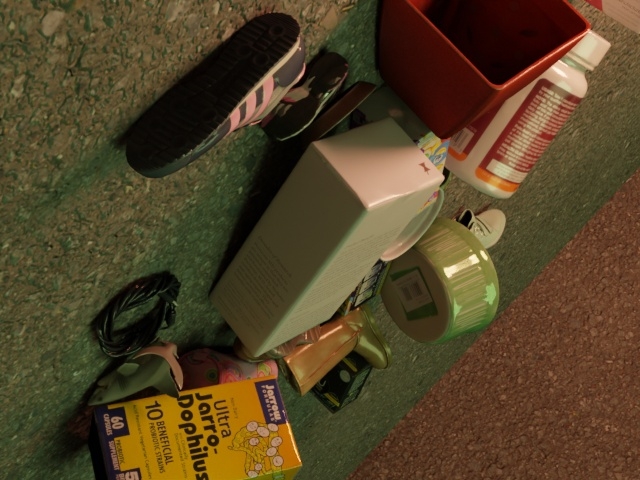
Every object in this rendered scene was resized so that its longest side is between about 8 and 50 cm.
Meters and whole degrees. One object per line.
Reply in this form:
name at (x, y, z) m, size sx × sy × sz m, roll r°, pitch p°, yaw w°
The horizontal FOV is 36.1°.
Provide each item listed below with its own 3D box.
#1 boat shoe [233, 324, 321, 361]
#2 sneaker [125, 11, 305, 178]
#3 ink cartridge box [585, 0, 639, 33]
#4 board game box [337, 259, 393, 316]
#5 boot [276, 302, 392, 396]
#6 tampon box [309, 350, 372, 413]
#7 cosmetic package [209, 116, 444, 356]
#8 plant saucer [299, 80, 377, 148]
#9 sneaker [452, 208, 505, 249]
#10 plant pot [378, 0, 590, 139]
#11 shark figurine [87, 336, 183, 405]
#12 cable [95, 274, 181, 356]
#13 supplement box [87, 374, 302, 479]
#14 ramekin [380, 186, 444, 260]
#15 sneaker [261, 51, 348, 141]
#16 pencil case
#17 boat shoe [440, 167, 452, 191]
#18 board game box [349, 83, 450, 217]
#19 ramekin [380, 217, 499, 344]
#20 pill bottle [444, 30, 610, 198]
boat shoe at (-0.094, 0.191, 2.134) m, size 0.116 × 0.123 × 0.324 m, roll -20°, pitch 176°, yaw 20°
sneaker at (-0.137, -0.184, 1.427) m, size 0.319 × 0.112 × 0.131 m, roll -42°, pitch 154°, yaw -12°
ink cartridge box at (0.673, -0.617, 2.071) m, size 0.117 × 0.207 × 0.283 m, roll -33°, pitch 152°, yaw -37°
board game box at (0.105, 0.088, 2.383) m, size 0.141 × 0.048 × 0.170 m, roll -31°, pitch 151°, yaw -38°
boot at (0.036, 0.297, 2.460) m, size 0.269 × 0.089 × 0.236 m, roll -39°, pitch 115°, yaw -26°
tampon box at (0.050, 0.354, 2.616) m, size 0.101 × 0.120 × 0.161 m, roll -26°, pitch 149°, yaw -44°
cosmetic package at (0.000, 0.000, 1.808) m, size 0.230 × 0.161 × 0.453 m, roll -23°, pitch 158°, yaw -46°
plant saucer at (0.024, -0.221, 1.683) m, size 0.168 × 0.029 × 0.168 m, roll -40°, pitch -170°, yaw 8°
sneaker at (0.436, -0.041, 2.716) m, size 0.256 × 0.094 × 0.151 m, roll -36°, pitch 152°, yaw -30°
plant pot at (0.254, -0.339, 1.729) m, size 0.267 × 0.267 × 0.236 m, roll -35°, pitch 166°, yaw -30°
shark figurine at (-0.283, 0.234, 1.740) m, size 0.166 × 0.116 × 0.278 m, roll -38°, pitch -176°, yaw -41°
cable at (-0.311, 0.130, 1.702) m, size 0.184 × 0.047 × 0.150 m, roll -16°, pitch 141°, yaw -51°
supplement box at (-0.245, 0.408, 1.877) m, size 0.357 × 0.194 × 0.195 m, roll -8°, pitch 152°, yaw -22°
ramekin at (0.164, -0.066, 2.163) m, size 0.207 × 0.109 × 0.207 m, roll -38°, pitch 155°, yaw -22°
sneaker at (-0.018, -0.227, 1.636) m, size 0.178 × 0.072 × 0.077 m, roll -41°, pitch 168°, yaw -3°
pencil case at (-0.194, 0.285, 2.078) m, size 0.124 × 0.124 × 0.284 m, roll -53°, pitch 157°, yaw 11°
boat shoe at (0.286, -0.150, 2.333) m, size 0.045 × 0.050 × 0.135 m, roll -38°, pitch 165°, yaw -32°
board game box at (0.148, -0.163, 1.933) m, size 0.142 × 0.144 × 0.275 m, roll -37°, pitch 154°, yaw -24°
ramekin at (0.278, 0.108, 2.420) m, size 0.148 × 0.303 × 0.303 m, roll -22°, pitch 147°, yaw -33°
pill bottle at (0.424, -0.304, 2.103) m, size 0.392 × 0.224 × 0.224 m, roll -56°, pitch 156°, yaw 20°
